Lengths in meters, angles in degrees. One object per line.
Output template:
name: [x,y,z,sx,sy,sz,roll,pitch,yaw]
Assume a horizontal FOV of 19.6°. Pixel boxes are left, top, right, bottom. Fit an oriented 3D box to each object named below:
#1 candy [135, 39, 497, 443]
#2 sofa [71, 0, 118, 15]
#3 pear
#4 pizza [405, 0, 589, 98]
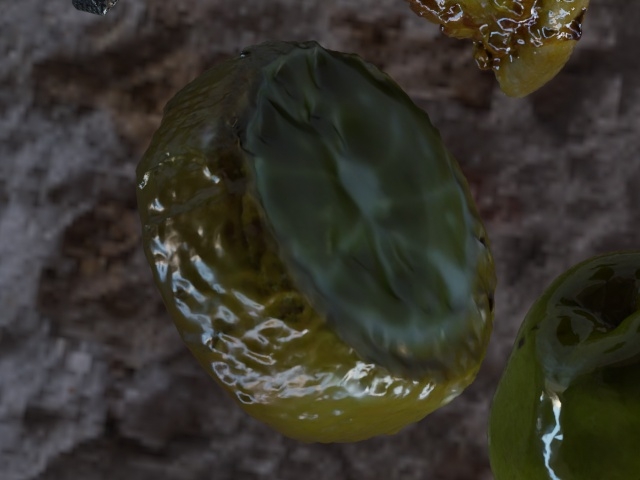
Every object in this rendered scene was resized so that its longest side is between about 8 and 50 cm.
candy: [0.000,0.000,1.141,0.260,0.260,0.118,14,145,-43]
sofa: [-0.259,-0.291,1.921,0.060,0.039,0.118,20,151,49]
pear: [0.281,0.157,1.511,0.294,0.294,0.294,8,173,1]
pizza: [0.097,-0.237,1.406,0.226,0.086,0.335,9,143,24]
